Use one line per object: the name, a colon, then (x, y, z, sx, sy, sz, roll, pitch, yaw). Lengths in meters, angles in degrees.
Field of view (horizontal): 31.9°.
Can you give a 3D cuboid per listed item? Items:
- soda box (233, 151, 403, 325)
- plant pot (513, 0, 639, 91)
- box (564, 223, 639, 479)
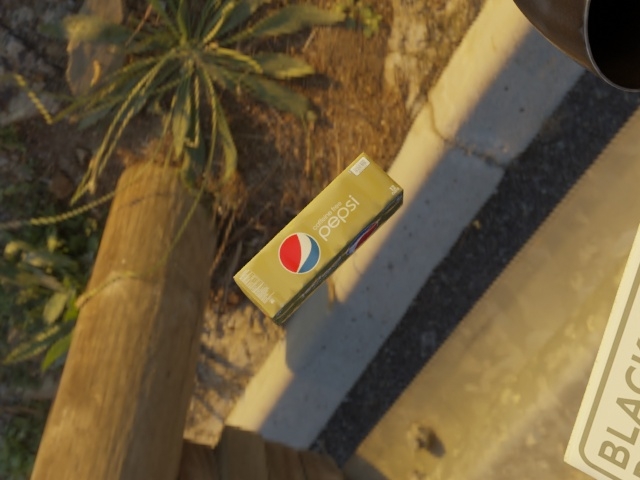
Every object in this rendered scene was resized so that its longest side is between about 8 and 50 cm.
soda box: (0.000, 0.000, 1.110, 0.181, 0.061, 0.058, -44, 78, -6)
plant pot: (0.357, -0.327, 1.457, 0.215, 0.230, 0.215, -12, 117, -24)
box: (0.242, 0.063, 0.364, 0.290, 0.087, 0.169, 28, 127, 27)
